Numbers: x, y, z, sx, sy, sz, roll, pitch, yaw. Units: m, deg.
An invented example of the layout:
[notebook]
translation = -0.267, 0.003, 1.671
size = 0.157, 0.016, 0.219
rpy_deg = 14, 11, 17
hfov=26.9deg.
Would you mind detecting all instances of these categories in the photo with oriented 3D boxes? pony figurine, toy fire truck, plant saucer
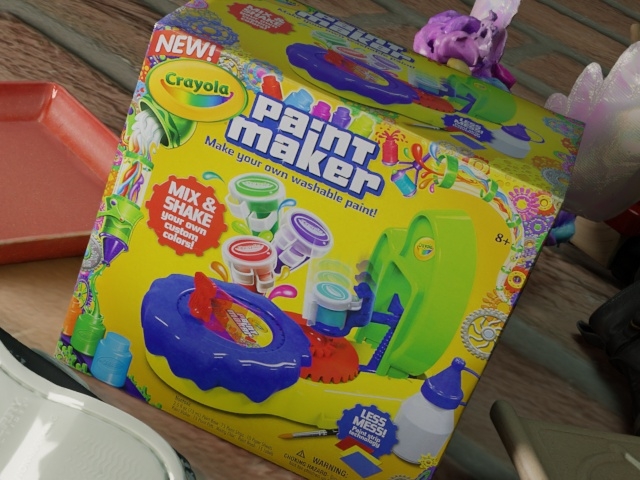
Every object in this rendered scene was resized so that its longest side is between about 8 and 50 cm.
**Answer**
[pony figurine]
translation = 0.131, -0.098, 1.218
size = 0.363, 0.351, 0.303
rpy_deg = -2, 45, -31
[toy fire truck]
translation = 0.384, -0.097, 1.490
size = 0.217, 0.246, 0.158
rpy_deg = -7, 38, -44
[plant saucer]
translation = -0.273, -0.057, 1.148
size = 0.259, 0.048, 0.258
rpy_deg = -8, 39, -44

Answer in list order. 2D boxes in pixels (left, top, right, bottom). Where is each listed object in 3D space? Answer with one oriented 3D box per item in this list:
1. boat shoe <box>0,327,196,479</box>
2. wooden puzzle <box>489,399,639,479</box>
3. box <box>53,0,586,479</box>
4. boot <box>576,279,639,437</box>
[boat shoe]
translation = -0.205, 0.113, 0.831
size = 0.302, 0.091, 0.114
rpy_deg = 34, 72, 21
[wooden puzzle]
translation = 0.297, 0.263, 0.940
size = 0.347, 0.080, 0.322
rpy_deg = 16, 26, -21
[box]
translation = 0.000, 0.000, 0.980
size = 0.290, 0.279, 0.177
rpy_deg = 24, 26, 6
[boot]
translation = 0.365, 0.081, 1.192
size = 0.263, 0.091, 0.229
rpy_deg = -21, 28, 14
